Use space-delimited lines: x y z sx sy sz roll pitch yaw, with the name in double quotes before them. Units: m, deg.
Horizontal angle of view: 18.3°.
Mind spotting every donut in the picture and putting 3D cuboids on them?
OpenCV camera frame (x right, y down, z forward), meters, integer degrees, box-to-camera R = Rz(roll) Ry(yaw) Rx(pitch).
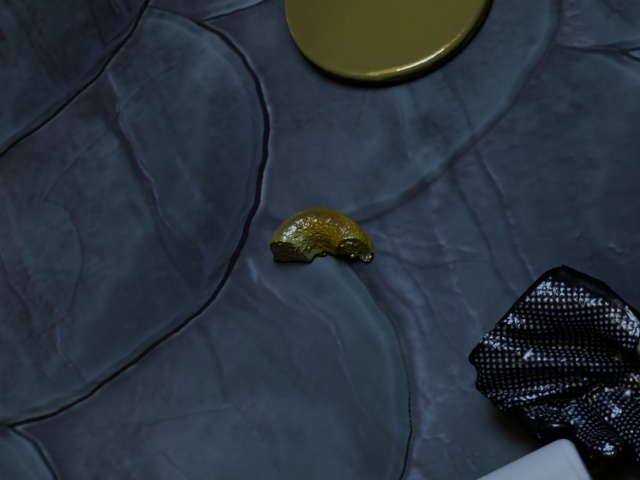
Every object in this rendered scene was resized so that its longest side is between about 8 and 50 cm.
"donut" 0.000 0.000 1.708 0.067 0.038 0.083 -45 50 -14

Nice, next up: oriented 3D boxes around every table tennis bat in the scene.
"table tennis bat" 0.044 -0.275 1.877 0.198 0.050 0.321 -26 54 3

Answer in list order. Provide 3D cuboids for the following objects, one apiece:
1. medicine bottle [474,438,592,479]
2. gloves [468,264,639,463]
"medicine bottle" 0.103 0.251 1.422 0.237 0.139 0.139 -27 50 3
"gloves" 0.213 0.115 1.511 0.129 0.106 0.180 -42 77 -12
